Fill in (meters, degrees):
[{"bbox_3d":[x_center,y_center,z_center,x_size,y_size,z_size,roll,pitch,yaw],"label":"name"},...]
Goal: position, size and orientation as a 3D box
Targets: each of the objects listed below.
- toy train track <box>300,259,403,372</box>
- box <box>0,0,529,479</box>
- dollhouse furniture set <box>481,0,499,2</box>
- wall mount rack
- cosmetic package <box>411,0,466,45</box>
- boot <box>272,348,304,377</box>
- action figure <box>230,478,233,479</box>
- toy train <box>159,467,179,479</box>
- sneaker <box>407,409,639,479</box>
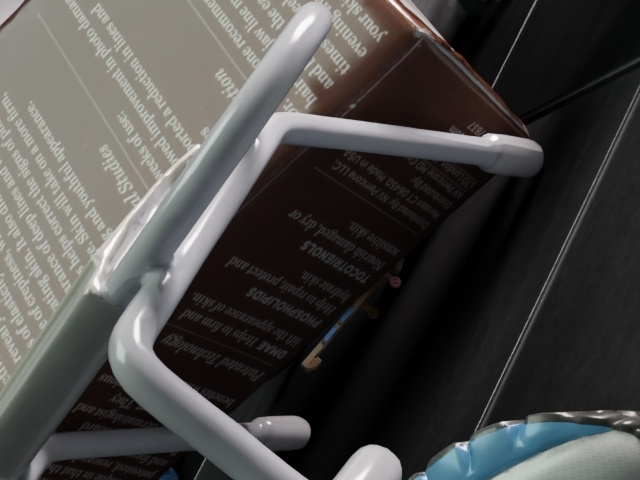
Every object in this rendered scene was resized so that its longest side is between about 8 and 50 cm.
[{"bbox_3d":[0.021,0.041,0.756,0.083,0.014,0.048,-48,-11,-18],"label":"toy train track"},{"bbox_3d":[-0.106,-0.004,0.703,0.381,0.143,0.191,-41,57,10],"label":"box"},{"bbox_3d":[0.086,-0.250,0.963,0.183,0.129,0.129,-65,11,-27],"label":"dollhouse furniture set"},{"bbox_3d":[-0.041,0.061,0.556,0.350,0.130,0.304,-51,4,30],"label":"wall mount rack"},{"bbox_3d":[-0.045,-0.166,0.909,0.138,0.224,0.225,-60,-14,5],"label":"cosmetic package"},{"bbox_3d":[0.000,0.000,0.837,0.244,0.088,0.176,-45,-10,7],"label":"boot"},{"bbox_3d":[-0.138,0.239,0.772,0.280,0.091,0.139,-58,0,13],"label":"action figure"},{"bbox_3d":[-0.168,0.167,1.105,0.080,0.105,0.184,-58,10,10],"label":"toy train"},{"bbox_3d":[0.036,0.120,0.369,0.190,0.071,0.083,-51,39,31],"label":"sneaker"}]
